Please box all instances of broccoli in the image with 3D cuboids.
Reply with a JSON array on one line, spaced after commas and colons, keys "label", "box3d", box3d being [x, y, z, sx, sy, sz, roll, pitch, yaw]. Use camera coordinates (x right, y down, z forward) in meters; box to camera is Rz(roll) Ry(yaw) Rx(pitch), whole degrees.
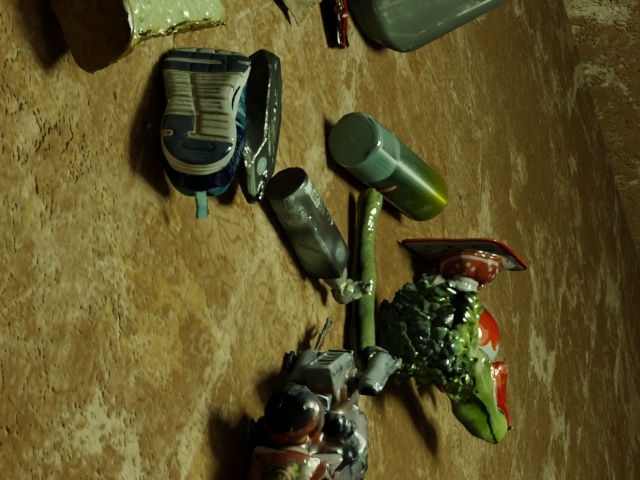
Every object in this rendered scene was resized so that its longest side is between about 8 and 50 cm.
[{"label": "broccoli", "box3d": [0.186, 0.189, 1.869, 0.304, 0.145, 0.165, 53, 46, -40]}]

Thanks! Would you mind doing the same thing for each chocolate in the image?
[{"label": "chocolate", "box3d": [0.016, -0.360, 1.885, 0.086, 0.028, 0.183, -40, 118, -74]}]

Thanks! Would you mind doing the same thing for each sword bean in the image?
[{"label": "sword bean", "box3d": [0.060, 0.049, 1.784, 0.038, 0.043, 0.269, 42, 43, -49]}]

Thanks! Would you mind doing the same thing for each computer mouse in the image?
[{"label": "computer mouse", "box3d": [-0.080, -0.132, 1.489, 0.106, 0.062, 0.192, 82, 13, -63]}]

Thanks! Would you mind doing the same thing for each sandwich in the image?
[{"label": "sandwich", "box3d": [-0.187, -0.288, 1.265, 0.251, 0.087, 0.226, -45, 124, -67]}]

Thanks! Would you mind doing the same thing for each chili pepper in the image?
[{"label": "chili pepper", "box3d": [0.280, 0.253, 2.208, 0.070, 0.073, 0.123, 146, -57, -67]}]

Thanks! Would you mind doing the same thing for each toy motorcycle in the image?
[{"label": "toy motorcycle", "box3d": [0.006, 0.200, 1.469, 0.401, 0.134, 0.207, -57, 139, -58]}]

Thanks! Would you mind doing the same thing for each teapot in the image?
[{"label": "teapot", "box3d": [0.212, -0.453, 1.988, 0.253, 0.344, 0.300, -67, 141, -57]}]

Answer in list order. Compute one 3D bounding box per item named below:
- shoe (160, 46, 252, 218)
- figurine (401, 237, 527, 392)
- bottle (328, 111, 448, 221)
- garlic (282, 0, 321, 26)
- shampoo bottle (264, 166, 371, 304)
[{"label": "shoe", "box3d": [-0.120, -0.122, 1.382, 0.106, 0.091, 0.207, 95, -1, -48]}, {"label": "figurine", "box3d": [0.212, 0.127, 2.017, 0.183, 0.160, 0.226, 32, 60, -61]}, {"label": "bottle", "box3d": [0.100, -0.101, 1.899, 0.286, 0.082, 0.082, 32, 51, -62]}, {"label": "garlic", "box3d": [-0.024, -0.436, 1.742, 0.128, 0.148, 0.267, 26, 52, -19]}, {"label": "shampoo bottle", "box3d": [-0.001, 0.001, 1.629, 0.208, 0.063, 0.057, 60, 40, -41]}]
